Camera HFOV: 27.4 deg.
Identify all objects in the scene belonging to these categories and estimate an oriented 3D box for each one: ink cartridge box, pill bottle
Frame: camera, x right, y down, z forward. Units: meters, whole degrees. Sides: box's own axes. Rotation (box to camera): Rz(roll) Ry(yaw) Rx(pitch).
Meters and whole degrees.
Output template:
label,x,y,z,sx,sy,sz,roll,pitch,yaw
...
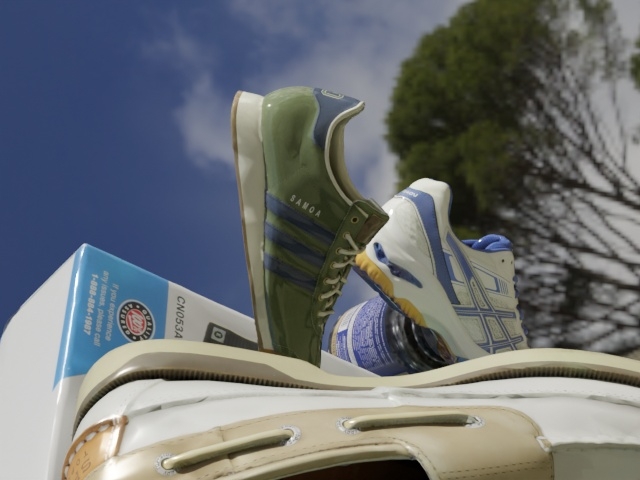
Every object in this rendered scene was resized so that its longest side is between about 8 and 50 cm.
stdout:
label,x,y,z,sx,sy,sz,roll,pitch,yaw
ink cartridge box,-0.077,0.173,0.929,0.307,0.129,0.223,26,-138,-27
pill bottle,0.108,0.111,1.513,0.123,0.219,0.122,8,-109,-26

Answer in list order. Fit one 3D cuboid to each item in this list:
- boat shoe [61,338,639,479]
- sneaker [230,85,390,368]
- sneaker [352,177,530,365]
label,x,y,z,sx,sy,sz,roll,pitch,yaw
boat shoe,0.045,0.113,0.550,0.103,0.302,0.113,-96,10,-61
sneaker,0.000,0.000,0.799,0.064,0.086,0.192,-36,-61,-82
sneaker,0.163,0.066,1.298,0.131,0.112,0.296,-46,-70,-6
